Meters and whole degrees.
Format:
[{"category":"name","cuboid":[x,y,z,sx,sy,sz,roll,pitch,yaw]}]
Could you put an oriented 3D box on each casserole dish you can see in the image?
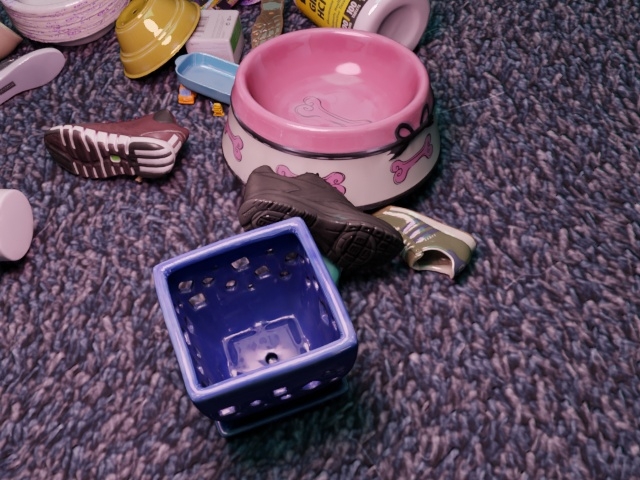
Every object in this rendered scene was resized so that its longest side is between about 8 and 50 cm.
[{"category":"casserole dish","cuboid":[-0.207,-0.326,1.532,0.188,0.037,0.114,20,43,4]}]

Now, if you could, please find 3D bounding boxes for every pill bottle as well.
[{"category":"pill bottle","cuboid":[0.058,-0.520,1.575,0.188,0.188,0.334,-32,57,-16]},{"category":"pill bottle","cuboid":[-0.674,-0.029,1.318,0.302,0.169,0.169,1,54,7]}]

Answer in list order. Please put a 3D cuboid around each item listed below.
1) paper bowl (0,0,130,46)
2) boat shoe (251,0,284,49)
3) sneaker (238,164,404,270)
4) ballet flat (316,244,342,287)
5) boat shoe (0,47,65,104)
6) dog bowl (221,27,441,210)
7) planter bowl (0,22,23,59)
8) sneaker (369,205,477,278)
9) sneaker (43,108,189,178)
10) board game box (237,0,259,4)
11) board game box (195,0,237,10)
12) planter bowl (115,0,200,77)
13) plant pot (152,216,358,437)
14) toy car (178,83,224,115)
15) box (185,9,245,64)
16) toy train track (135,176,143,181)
[{"category":"paper bowl","cuboid":[-0.567,-0.552,1.696,0.284,0.148,0.284,-3,54,4]},{"category":"boat shoe","cuboid":[-0.108,-0.468,1.638,0.064,0.060,0.178,6,68,7]},{"category":"sneaker","cuboid":[0.010,-0.045,1.190,0.286,0.109,0.130,21,42,-25]},{"category":"ballet flat","cuboid":[0.000,0.000,1.275,0.087,0.083,0.247,-15,54,-15]},{"category":"boat shoe","cuboid":[-0.665,-0.355,1.616,0.228,0.080,0.076,-36,59,-10]},{"category":"dog bowl","cuboid":[0.020,-0.237,1.353,0.408,0.150,0.408,1,44,-1]},{"category":"planter bowl","cuboid":[-0.757,-0.448,1.654,0.162,0.162,0.109,35,92,27]},{"category":"sneaker","cuboid":[0.158,0.006,1.258,0.192,0.064,0.086,19,54,16]},{"category":"sneaker","cuboid":[-0.383,-0.198,1.467,0.281,0.106,0.162,10,39,17]},{"category":"board game box","cuboid":[-0.162,-0.626,1.723,0.133,0.033,0.168,27,91,31]},{"category":"board game box","cuboid":[-0.215,-0.594,1.697,0.170,0.048,0.141,-38,50,22]},{"category":"planter bowl","cuboid":[-0.364,-0.454,1.582,0.217,0.090,0.217,-23,45,25]},{"category":"plant pot","cuboid":[-0.087,0.141,1.099,0.236,0.212,0.236,-19,55,-8]},{"category":"toy car","cuboid":[-0.241,-0.301,1.543,0.122,0.040,0.060,20,59,20]},{"category":"box","cuboid":[-0.224,-0.426,1.602,0.102,0.087,0.101,4,55,9]},{"category":"toy train track","cuboid":[-0.326,-0.137,1.453,0.048,0.014,0.083,19,53,27]}]
